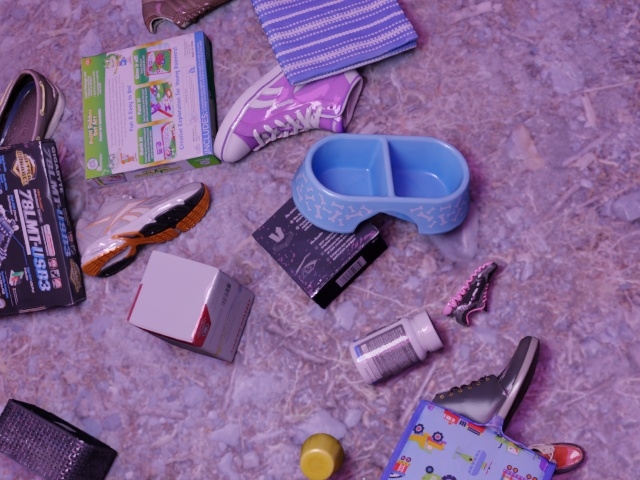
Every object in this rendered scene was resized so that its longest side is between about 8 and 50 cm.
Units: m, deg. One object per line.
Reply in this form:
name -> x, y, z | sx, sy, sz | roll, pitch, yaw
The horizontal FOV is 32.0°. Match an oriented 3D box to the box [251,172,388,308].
box -> 0.000, 0.000, 1.858 | 0.156, 0.093, 0.158 | -44, 69, -1

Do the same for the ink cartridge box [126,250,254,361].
ink cartridge box -> -0.209, 0.111, 1.838 | 0.127, 0.176, 0.128 | 14, 77, 21

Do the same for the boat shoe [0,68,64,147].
boat shoe -> -0.567, -0.157, 2.057 | 0.116, 0.097, 0.324 | 14, 78, 17

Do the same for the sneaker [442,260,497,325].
sneaker -> 0.251, 0.087, 1.793 | 0.057, 0.047, 0.119 | 40, 95, 15

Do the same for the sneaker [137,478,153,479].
sneaker -> -0.289, 0.536, 1.778 | 0.112, 0.120, 0.299 | -20, 68, 40

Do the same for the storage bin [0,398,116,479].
storage bin -> -0.447, 0.344, 1.861 | 0.180, 0.122, 0.084 | 23, 81, 20

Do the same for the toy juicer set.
toy juicer set -> -0.040, 0.476, 1.743 | 0.209, 0.089, 0.329 | 45, 99, 2

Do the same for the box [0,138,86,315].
box -> -0.586, -0.012, 1.977 | 0.293, 0.073, 0.296 | -10, 97, 11

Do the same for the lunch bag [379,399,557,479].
lunch bag -> 0.195, 0.381, 1.617 | 0.221, 0.138, 0.293 | 24, 74, 14

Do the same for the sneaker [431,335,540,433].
sneaker -> 0.248, 0.229, 1.727 | 0.118, 0.083, 0.222 | 27, 83, 21

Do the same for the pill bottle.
pill bottle -> 0.122, 0.169, 1.782 | 0.137, 0.078, 0.078 | -26, 69, 7

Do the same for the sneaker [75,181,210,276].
sneaker -> -0.322, -0.049, 1.962 | 0.262, 0.099, 0.121 | -29, 64, 4

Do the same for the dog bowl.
dog bowl -> 0.105, -0.098, 1.805 | 0.297, 0.074, 0.166 | 2, 54, -8

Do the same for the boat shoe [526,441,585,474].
boat shoe -> 0.333, 0.331, 1.695 | 0.137, 0.043, 0.049 | -7, 70, 12

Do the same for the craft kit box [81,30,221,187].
craft kit box -> -0.312, -0.238, 2.036 | 0.246, 0.061, 0.250 | -9, 72, 10

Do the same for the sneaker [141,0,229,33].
sneaker -> -0.242, -0.429, 2.078 | 0.188, 0.066, 0.071 | -5, 89, 19

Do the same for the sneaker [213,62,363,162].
sneaker -> -0.048, -0.213, 1.933 | 0.282, 0.102, 0.161 | -46, 71, -1

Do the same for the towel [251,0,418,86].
towel -> 0.002, -0.436, 1.966 | 0.243, 0.040, 0.336 | -19, 62, -7
